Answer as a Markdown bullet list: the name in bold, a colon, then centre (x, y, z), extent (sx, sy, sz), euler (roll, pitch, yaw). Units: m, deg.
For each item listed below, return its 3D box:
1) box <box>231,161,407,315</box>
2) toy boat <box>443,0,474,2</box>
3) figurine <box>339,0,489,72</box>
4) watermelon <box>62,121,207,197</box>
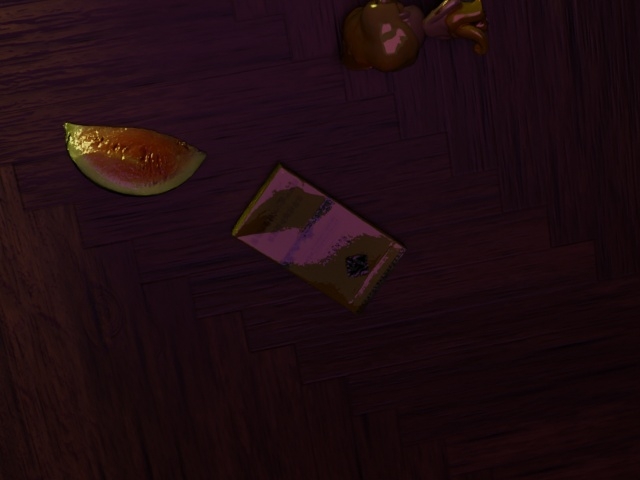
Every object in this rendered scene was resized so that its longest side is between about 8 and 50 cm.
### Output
- **box**: centre (-0.001, 0.000, 1.838), extent (0.279, 0.041, 0.153), euler (33, 98, -15)
- **toy boat**: centre (0.234, -0.457, 1.727), extent (0.085, 0.078, 0.260), euler (-12, 106, 10)
- **figurine**: centre (0.149, -0.342, 1.709), extent (0.246, 0.131, 0.156), euler (-10, 151, 18)
- **watermelon**: centre (-0.319, -0.133, 1.757), extent (0.245, 0.063, 0.119), euler (11, 90, -10)
